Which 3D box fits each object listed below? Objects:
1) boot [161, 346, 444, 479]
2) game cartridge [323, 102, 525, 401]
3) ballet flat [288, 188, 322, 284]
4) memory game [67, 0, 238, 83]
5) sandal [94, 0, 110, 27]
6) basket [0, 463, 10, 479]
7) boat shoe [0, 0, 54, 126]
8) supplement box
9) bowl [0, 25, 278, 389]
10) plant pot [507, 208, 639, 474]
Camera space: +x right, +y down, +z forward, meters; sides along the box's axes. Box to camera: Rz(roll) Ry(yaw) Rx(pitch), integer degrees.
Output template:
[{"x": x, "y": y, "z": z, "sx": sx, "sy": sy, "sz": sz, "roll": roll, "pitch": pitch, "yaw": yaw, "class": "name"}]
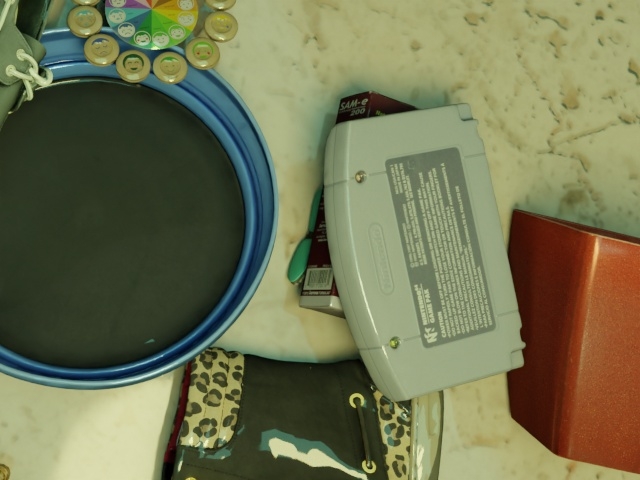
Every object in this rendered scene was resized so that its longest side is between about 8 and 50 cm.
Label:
[{"x": -0.027, "y": 0.292, "z": 1.487, "sx": 0.284, "sy": 0.138, "sz": 0.377, "roll": 11, "pitch": 79, "yaw": -11, "class": "boot"}, {"x": 0.104, "y": 0.011, "z": 1.488, "sx": 0.196, "sy": 0.060, "sz": 0.294, "roll": -11, "pitch": 89, "yaw": -35, "class": "game cartridge"}, {"x": 0.000, "y": 0.000, "z": 1.573, "sx": 0.041, "sy": 0.041, "sz": 0.114, "roll": 20, "pitch": 82, "yaw": -9, "class": "ballet flat"}, {"x": -0.177, "y": -0.247, "z": 1.504, "sx": 0.186, "sy": 0.012, "sz": 0.186, "roll": 3, "pitch": 66, "yaw": -8, "class": "memory game"}, {"x": -0.214, "y": -0.288, "z": 1.554, "sx": 0.067, "sy": 0.040, "sz": 0.179, "roll": 12, "pitch": 83, "yaw": -10, "class": "sandal"}, {"x": -0.471, "y": 0.256, "z": 1.307, "sx": 0.299, "sy": 0.213, "sz": 0.223, "roll": 7, "pitch": 60, "yaw": 8, "class": "basket"}, {"x": -0.315, "y": -0.192, "z": 1.413, "sx": 0.099, "sy": 0.116, "sz": 0.319, "roll": 5, "pitch": 66, "yaw": -1, "class": "boat shoe"}, {"x": 0.068, "y": -0.029, "z": 1.549, "sx": 0.130, "sy": 0.073, "sz": 0.239, "roll": 17, "pitch": 80, "yaw": -29, "class": "supplement box"}, {"x": -0.239, "y": -0.032, "z": 1.470, "sx": 0.391, "sy": 0.077, "sz": 0.391, "roll": 2, "pitch": 72, "yaw": -6, "class": "bowl"}, {"x": 0.339, "y": 0.118, "z": 1.528, "sx": 0.267, "sy": 0.267, "sz": 0.236, "roll": 12, "pitch": 95, "yaw": -10, "class": "plant pot"}]
